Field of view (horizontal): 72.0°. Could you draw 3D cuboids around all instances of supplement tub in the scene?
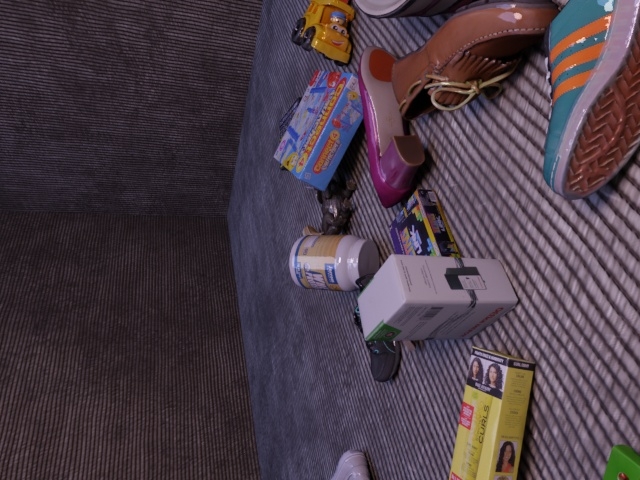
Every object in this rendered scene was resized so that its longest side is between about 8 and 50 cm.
[{"bbox_3d":[0.036,0.057,1.128,0.199,0.144,0.145,0,89,33],"label":"supplement tub"}]

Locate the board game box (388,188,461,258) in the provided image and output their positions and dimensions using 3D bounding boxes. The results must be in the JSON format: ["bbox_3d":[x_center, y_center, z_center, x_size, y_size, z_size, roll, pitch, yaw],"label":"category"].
[{"bbox_3d":[0.208,0.004,0.908,0.141,0.048,0.171,120,145,-51],"label":"board game box"}]

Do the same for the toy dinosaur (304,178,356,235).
[{"bbox_3d":[0.042,-0.087,1.309,0.160,0.120,0.314,110,150,-68],"label":"toy dinosaur"}]

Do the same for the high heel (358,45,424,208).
[{"bbox_3d":[0.136,-0.267,1.019,0.181,0.127,0.378,114,154,-59],"label":"high heel"}]

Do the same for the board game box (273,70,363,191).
[{"bbox_3d":[-0.001,-0.331,1.283,0.308,0.086,0.302,-62,27,10],"label":"board game box"}]

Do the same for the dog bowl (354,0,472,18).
[{"bbox_3d":[0.204,-0.593,0.763,0.408,0.150,0.409,-179,90,-65],"label":"dog bowl"}]

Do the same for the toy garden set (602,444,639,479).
[{"bbox_3d":[0.395,0.273,0.402,0.244,0.049,0.204,-139,51,-65],"label":"toy garden set"}]

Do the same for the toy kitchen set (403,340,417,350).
[{"bbox_3d":[0.211,0.175,0.932,0.083,0.075,0.068,-25,19,33],"label":"toy kitchen set"}]

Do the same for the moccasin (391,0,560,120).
[{"bbox_3d":[0.230,-0.283,0.735,0.380,0.139,0.147,-176,81,-67],"label":"moccasin"}]

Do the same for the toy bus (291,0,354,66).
[{"bbox_3d":[0.032,-0.651,1.306,0.212,0.149,0.220,-61,33,23],"label":"toy bus"}]

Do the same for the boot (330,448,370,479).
[{"bbox_3d":[0.074,0.694,1.170,0.123,0.095,0.259,-115,32,-62],"label":"boot"}]

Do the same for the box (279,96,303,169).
[{"bbox_3d":[-0.099,-0.408,1.733,0.270,0.060,0.217,165,104,-69],"label":"box"}]

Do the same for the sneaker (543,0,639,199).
[{"bbox_3d":[0.327,-0.203,0.528,0.121,0.108,0.303,-136,58,-64],"label":"sneaker"}]

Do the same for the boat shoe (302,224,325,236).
[{"bbox_3d":[0.000,0.000,1.462,0.190,0.068,0.072,56,129,42],"label":"boat shoe"}]

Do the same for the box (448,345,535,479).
[{"bbox_3d":[0.260,0.289,0.677,0.087,0.058,0.233,180,103,-69],"label":"box"}]

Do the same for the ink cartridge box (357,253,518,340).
[{"bbox_3d":[0.188,0.100,0.733,0.153,0.208,0.087,119,149,-50],"label":"ink cartridge box"}]

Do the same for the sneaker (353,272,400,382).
[{"bbox_3d":[0.126,0.203,1.042,0.101,0.106,0.268,-172,82,-68],"label":"sneaker"}]
